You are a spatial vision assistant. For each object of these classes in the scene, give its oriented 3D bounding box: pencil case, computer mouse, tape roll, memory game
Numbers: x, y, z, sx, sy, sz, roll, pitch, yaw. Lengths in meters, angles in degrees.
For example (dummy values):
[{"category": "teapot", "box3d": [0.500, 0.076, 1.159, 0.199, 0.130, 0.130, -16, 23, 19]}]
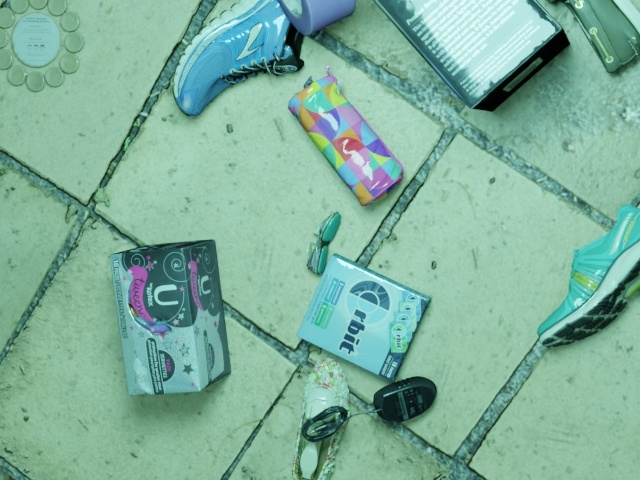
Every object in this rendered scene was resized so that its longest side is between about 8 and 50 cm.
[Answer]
[{"category": "pencil case", "box3d": [0.044, -0.171, 1.955, 0.104, 0.104, 0.236, -36, 88, 14]}, {"category": "computer mouse", "box3d": [0.082, 0.284, 1.985, 0.242, 0.041, 0.071, -15, 120, -7]}, {"category": "tape roll", "box3d": [-0.025, -0.420, 1.813, 0.080, 0.189, 0.189, -28, 88, -10]}, {"category": "memory game", "box3d": [-0.513, -0.362, 2.113, 0.186, 0.012, 0.186, 1, 95, 14]}]

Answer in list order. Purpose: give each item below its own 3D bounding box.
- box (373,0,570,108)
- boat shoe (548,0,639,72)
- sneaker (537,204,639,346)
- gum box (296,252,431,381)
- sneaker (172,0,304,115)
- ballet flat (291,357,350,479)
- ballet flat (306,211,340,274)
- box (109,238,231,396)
[{"category": "box", "box3d": [0.215, -0.361, 1.794, 0.183, 0.296, 0.294, -41, 84, 14]}, {"category": "boat shoe", "box3d": [0.397, -0.401, 1.841, 0.091, 0.109, 0.305, -40, 89, 9]}, {"category": "sneaker", "box3d": [0.448, 0.063, 1.893, 0.275, 0.107, 0.110, -51, 54, 17]}, {"category": "gum box", "box3d": [0.074, 0.131, 2.004, 0.184, 0.041, 0.157, 25, 100, 11]}, {"category": "sneaker", "box3d": [-0.112, -0.321, 1.962, 0.330, 0.130, 0.147, -43, 82, 13]}, {"category": "ballet flat", "box3d": [-0.001, 0.326, 2.023, 0.091, 0.077, 0.241, 8, 97, 13]}, {"category": "ballet flat", "box3d": [0.000, 0.000, 2.012, 0.041, 0.041, 0.114, 19, 99, 11]}, {"category": "box", "box3d": [-0.255, 0.130, 2.019, 0.142, 0.163, 0.247, -6, 94, 16]}]
